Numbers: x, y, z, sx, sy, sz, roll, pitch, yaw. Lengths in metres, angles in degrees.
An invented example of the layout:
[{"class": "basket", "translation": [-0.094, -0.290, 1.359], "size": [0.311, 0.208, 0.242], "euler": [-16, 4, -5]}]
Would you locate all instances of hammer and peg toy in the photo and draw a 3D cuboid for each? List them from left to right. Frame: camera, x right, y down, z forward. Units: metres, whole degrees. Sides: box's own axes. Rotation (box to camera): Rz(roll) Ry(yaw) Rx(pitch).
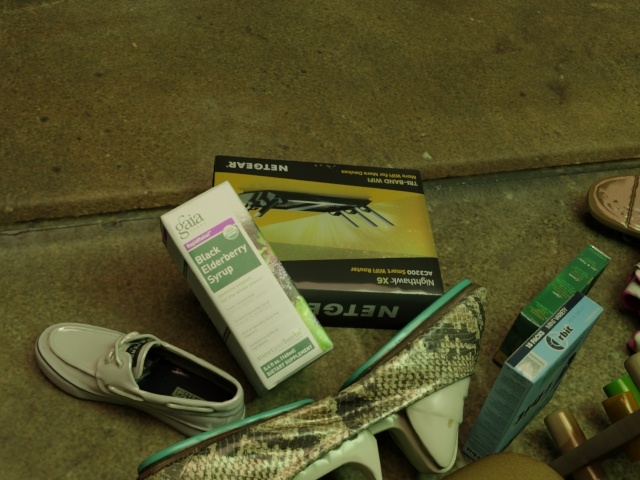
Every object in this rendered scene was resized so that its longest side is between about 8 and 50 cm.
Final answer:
[{"class": "hammer and peg toy", "translation": [0.460, 0.176, 1.003], "size": [0.361, 0.266, 0.127], "euler": [-15, 65, -23]}]

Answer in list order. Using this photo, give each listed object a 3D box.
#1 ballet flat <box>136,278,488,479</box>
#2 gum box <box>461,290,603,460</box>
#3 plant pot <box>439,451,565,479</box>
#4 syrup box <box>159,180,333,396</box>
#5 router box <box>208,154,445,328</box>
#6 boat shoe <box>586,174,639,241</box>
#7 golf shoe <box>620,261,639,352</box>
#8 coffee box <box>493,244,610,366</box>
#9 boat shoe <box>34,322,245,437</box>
[{"class": "ballet flat", "translation": [0.034, 0.223, 0.959], "size": [0.482, 0.164, 0.182], "euler": [-26, 71, -23]}, {"class": "gum box", "translation": [0.249, 0.167, 1.020], "size": [0.041, 0.184, 0.157], "euler": [38, 50, 23]}, {"class": "plant pot", "translation": [0.139, 0.311, 0.767], "size": [0.237, 0.237, 0.254], "euler": [31, 34, 17]}, {"class": "syrup box", "translation": [-0.092, 0.058, 1.022], "size": [0.093, 0.096, 0.237], "euler": [-31, 82, -16]}, {"class": "router box", "translation": [0.000, 0.000, 1.197], "size": [0.308, 0.081, 0.243], "euler": [3, 47, -9]}, {"class": "boat shoe", "translation": [0.554, -0.030, 1.355], "size": [0.285, 0.089, 0.105], "euler": [13, 72, 4]}, {"class": "golf shoe", "translation": [0.500, 0.034, 1.221], "size": [0.140, 0.115, 0.306], "euler": [4, 62, 9]}, {"class": "coffee box", "translation": [0.311, 0.093, 1.157], "size": [0.040, 0.113, 0.184], "euler": [39, 50, 20]}, {"class": "boat shoe", "translation": [-0.212, 0.150, 1.004], "size": [0.267, 0.088, 0.096], "euler": [24, 47, 11]}]
